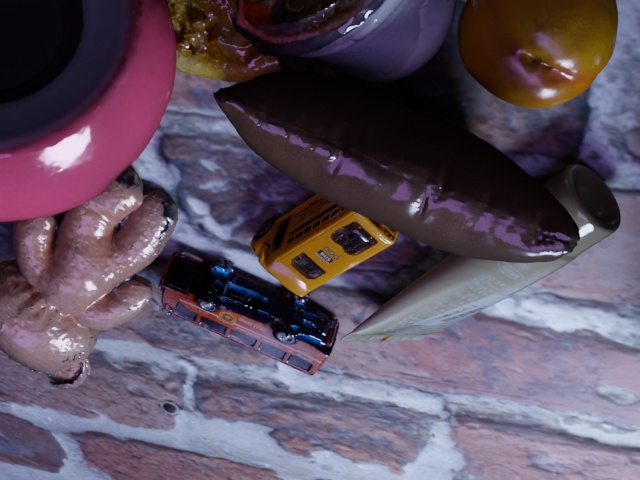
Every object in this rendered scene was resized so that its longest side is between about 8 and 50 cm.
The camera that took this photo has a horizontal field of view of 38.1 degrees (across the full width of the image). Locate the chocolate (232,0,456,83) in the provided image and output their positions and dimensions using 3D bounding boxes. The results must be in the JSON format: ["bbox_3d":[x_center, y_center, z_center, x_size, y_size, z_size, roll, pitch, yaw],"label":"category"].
[{"bbox_3d":[0.036,-0.208,0.807,0.221,0.221,0.147,-14,142,28],"label":"chocolate"}]

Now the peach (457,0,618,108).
[{"bbox_3d":[0.190,-0.181,0.799,0.138,0.138,0.138,9,133,10],"label":"peach"}]

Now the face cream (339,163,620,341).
[{"bbox_3d":[0.174,0.039,1.031,0.137,0.084,0.341,4,148,-41],"label":"face cream"}]

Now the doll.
[{"bbox_3d":[-0.300,0.031,1.172,0.201,0.156,0.303,43,102,-10],"label":"doll"}]

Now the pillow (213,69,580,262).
[{"bbox_3d":[0.055,-0.075,0.850,0.305,0.308,0.108,23,96,-5],"label":"pillow"}]

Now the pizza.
[{"bbox_3d":[-0.140,-0.249,0.893,0.292,0.058,0.197,29,133,-9],"label":"pizza"}]

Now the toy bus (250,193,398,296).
[{"bbox_3d":[0.000,0.000,1.051,0.083,0.088,0.194,42,130,-21],"label":"toy bus"}]

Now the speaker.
[{"bbox_3d":[-0.264,-0.156,0.793,0.294,0.294,0.294,9,133,10],"label":"speaker"}]

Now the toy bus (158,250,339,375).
[{"bbox_3d":[-0.094,0.094,1.182,0.235,0.073,0.096,23,141,-4],"label":"toy bus"}]
